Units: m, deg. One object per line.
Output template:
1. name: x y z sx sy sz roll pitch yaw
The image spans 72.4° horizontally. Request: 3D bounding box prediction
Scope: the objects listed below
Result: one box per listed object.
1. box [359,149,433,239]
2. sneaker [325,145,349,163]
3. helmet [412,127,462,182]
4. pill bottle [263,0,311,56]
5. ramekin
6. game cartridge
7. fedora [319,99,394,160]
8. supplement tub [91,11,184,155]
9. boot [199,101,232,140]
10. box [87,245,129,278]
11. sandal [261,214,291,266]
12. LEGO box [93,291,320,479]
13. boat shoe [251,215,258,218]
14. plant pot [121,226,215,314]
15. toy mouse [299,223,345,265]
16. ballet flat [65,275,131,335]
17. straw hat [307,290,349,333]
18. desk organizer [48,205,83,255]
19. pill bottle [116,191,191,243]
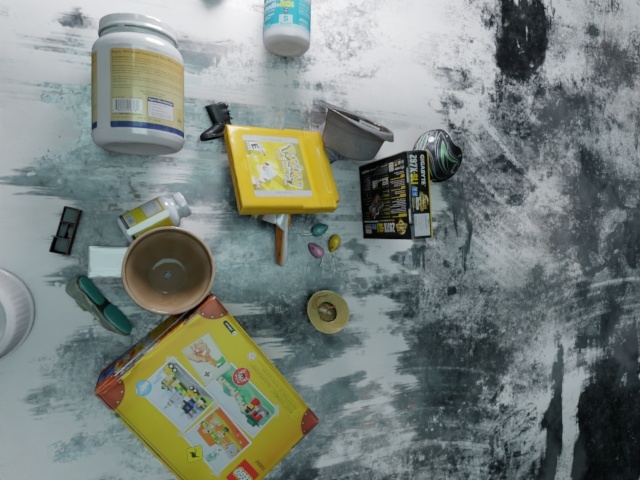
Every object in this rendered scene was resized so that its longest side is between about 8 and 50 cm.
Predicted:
1. box: 0.227 -0.132 1.387 0.080 0.322 0.256 -6 92 -20
2. sneaker: 0.044 -0.269 1.467 0.098 0.038 0.069 21 84 -11
3. helmet: 0.401 -0.300 1.539 0.162 0.169 0.169 31 79 -36
4. pill bottle: -0.101 -0.720 1.344 0.146 0.146 0.263 1 90 -22
5. ramekin: -0.866 0.193 1.065 0.273 0.127 0.272 0 91 -21
6. game cartridge: -0.112 -0.214 1.323 0.324 0.053 0.285 -4 69 -28
7. fedora: 0.099 -0.339 1.410 0.276 0.243 0.124 5 119 -40
8. supplement tub: -0.478 -0.398 1.155 0.229 0.228 0.315 0 91 -22
9. boot: -0.320 -0.359 1.317 0.121 0.045 0.099 -23 101 -27
10. box: -0.572 0.057 1.192 0.102 0.101 0.087 3 89 -21
11. sandal: -0.141 -0.050 1.360 0.076 0.102 0.265 0 93 -24
12. LEGO box: -0.307 0.451 1.251 0.372 0.193 0.500 -40 104 -17
13. boat shoe: -0.226 -0.139 1.353 0.048 0.056 0.152 -13 94 -11
14. plant pot: -0.417 0.089 1.201 0.238 0.110 0.237 6 74 -22
15. toy mouse: 0.000 0.000 1.454 0.143 0.031 0.160 23 82 -20
16. ballet flat: -0.612 0.190 1.207 0.068 0.072 0.213 -34 103 10
17. straw hat: 0.020 0.237 1.449 0.145 0.061 0.144 3 75 -12
18. desk organizer: -0.683 -0.026 1.174 0.047 0.050 0.130 15 85 -21
19. pill bottle: -0.463 -0.062 1.233 0.184 0.103 0.103 -31 102 -18
